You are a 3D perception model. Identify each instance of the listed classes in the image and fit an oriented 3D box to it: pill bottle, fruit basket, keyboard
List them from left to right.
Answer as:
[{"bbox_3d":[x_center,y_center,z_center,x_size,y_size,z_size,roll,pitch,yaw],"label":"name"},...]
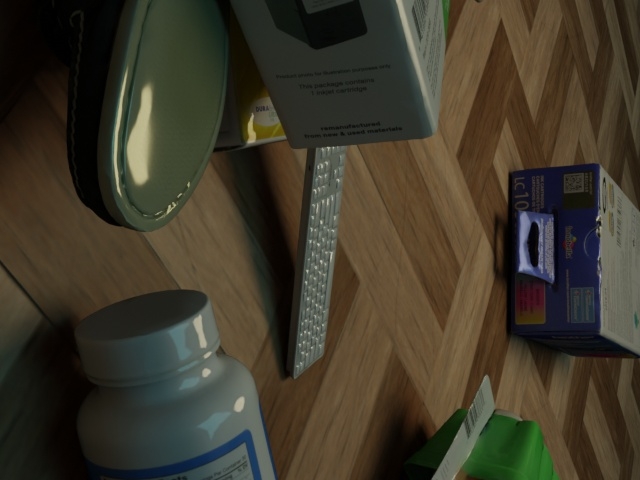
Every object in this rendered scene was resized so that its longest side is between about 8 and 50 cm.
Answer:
[{"bbox_3d":[-0.094,0.151,0.661,0.124,0.124,0.222,-35,118,-57],"label":"pill bottle"},{"bbox_3d":[0.000,0.000,0.894,0.072,0.014,0.256,-24,124,-58],"label":"keyboard"},{"bbox_3d":[0.153,0.383,1.109,0.353,0.165,0.327,-52,133,-29],"label":"fruit basket"}]

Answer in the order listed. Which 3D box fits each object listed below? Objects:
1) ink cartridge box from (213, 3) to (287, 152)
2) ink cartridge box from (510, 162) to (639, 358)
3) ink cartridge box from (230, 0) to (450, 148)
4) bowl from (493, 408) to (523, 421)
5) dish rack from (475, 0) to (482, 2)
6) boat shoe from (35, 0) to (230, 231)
[{"bbox_3d":[-0.026,-0.248,0.881,0.303,0.072,0.307,-20,108,-57],"label":"ink cartridge box"},{"bbox_3d":[0.419,0.038,1.585,0.395,0.151,0.270,25,65,-60],"label":"ink cartridge box"},{"bbox_3d":[0.008,-0.242,0.692,0.289,0.121,0.211,67,27,-46],"label":"ink cartridge box"},{"bbox_3d":[0.275,0.332,1.395,0.142,0.053,0.142,-50,132,-50],"label":"bowl"},{"bbox_3d":[0.068,-0.394,0.968,0.333,0.072,0.285,44,17,-51],"label":"dish rack"},{"bbox_3d":[-0.130,-0.159,0.640,0.127,0.113,0.340,51,40,-62],"label":"boat shoe"}]
